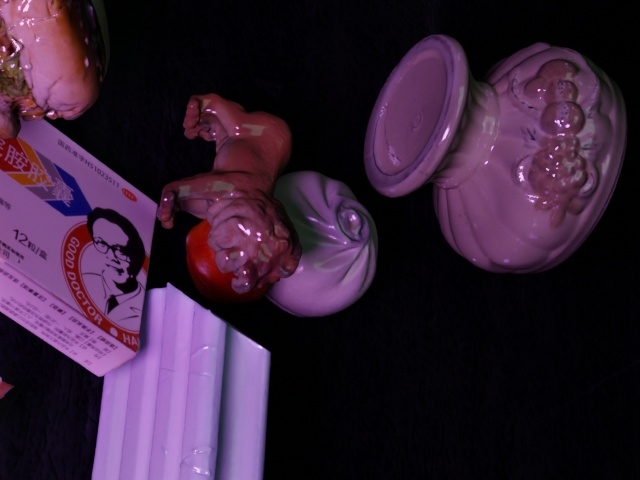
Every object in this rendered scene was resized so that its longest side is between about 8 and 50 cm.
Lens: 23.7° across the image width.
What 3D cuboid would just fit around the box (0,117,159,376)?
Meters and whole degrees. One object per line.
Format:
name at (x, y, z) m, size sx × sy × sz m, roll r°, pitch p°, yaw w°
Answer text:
box at (-0.309, -0.045, 1.452) m, size 0.353 × 0.069 × 0.214 m, roll 40°, pitch 33°, yaw -31°

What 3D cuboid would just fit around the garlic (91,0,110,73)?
garlic at (-0.328, -0.288, 1.553) m, size 0.318 × 0.112 × 0.143 m, roll 32°, pitch 58°, yaw -22°

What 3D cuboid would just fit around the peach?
peach at (-0.096, 0.021, 1.661) m, size 0.100 × 0.100 × 0.101 m, roll 21°, pitch 60°, yaw -41°

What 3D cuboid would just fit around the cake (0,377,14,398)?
cake at (-0.386, 0.169, 1.299) m, size 0.287 × 0.098 × 0.135 m, roll -13°, pitch 83°, yaw -44°

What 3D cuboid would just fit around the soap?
soap at (-0.137, 0.189, 1.495) m, size 0.095 × 0.173 × 0.290 m, roll 26°, pitch 55°, yaw -39°

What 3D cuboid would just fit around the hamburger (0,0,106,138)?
hamburger at (-0.282, -0.222, 1.381) m, size 0.286 × 0.146 × 0.243 m, roll 57°, pitch 16°, yaw -76°

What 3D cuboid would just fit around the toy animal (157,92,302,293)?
toy animal at (-0.086, -0.061, 1.618) m, size 0.157 × 0.097 × 0.312 m, roll 15°, pitch 42°, yaw -5°

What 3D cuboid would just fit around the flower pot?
flower pot at (0.211, -0.121, 1.919) m, size 0.244 × 0.307 × 0.307 m, roll 18°, pitch 60°, yaw -24°

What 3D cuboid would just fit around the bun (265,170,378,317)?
bun at (0.000, 0.000, 1.762) m, size 0.173 × 0.120 × 0.173 m, roll 19°, pitch 61°, yaw -39°
